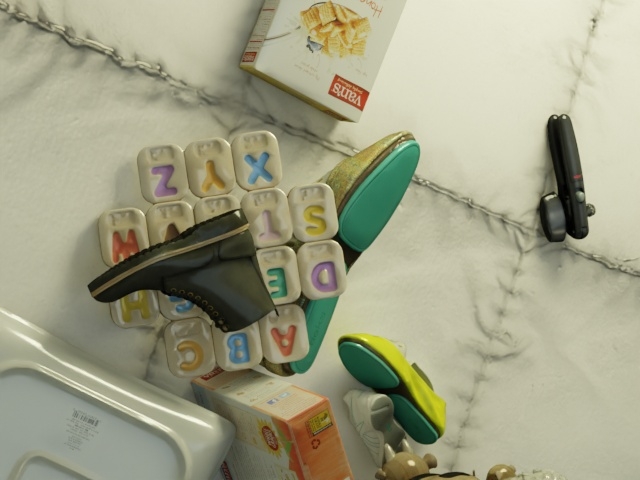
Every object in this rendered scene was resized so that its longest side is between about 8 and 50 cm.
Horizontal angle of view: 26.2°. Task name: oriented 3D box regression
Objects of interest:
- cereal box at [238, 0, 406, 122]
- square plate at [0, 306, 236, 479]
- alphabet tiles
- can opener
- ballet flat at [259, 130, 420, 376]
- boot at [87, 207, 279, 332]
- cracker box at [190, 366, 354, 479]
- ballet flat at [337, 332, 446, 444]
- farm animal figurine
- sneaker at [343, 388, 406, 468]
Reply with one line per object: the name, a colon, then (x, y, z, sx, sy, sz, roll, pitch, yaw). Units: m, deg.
cereal box: (0.017, -0.289, 1.724, 0.173, 0.047, 0.240, 24, 84, -33)
square plate: (-0.311, 0.293, 1.545, 0.347, 0.049, 0.344, 29, 83, -17)
alphabet tiles: (-0.114, 0.016, 1.627, 0.284, 0.021, 0.278, -8, 90, -10)
can opener: (0.353, -0.089, 1.966, 0.073, 0.059, 0.186, -12, 104, -31)
ballet flat: (0.000, 0.000, 1.722, 0.123, 0.123, 0.349, 34, 80, -32)
boot: (-0.152, 0.063, 1.575, 0.197, 0.077, 0.137, -24, 98, -8)
cracker box: (-0.055, 0.244, 1.647, 0.067, 0.232, 0.156, -27, 111, -28)
ballet flat: (0.100, 0.180, 1.844, 0.231, 0.077, 0.077, 50, 49, -31)
farm animal figurine: (0.108, 0.347, 1.746, 0.330, 0.326, 0.172, -16, 90, -38)
sneaker: (0.073, 0.250, 1.843, 0.053, 0.061, 0.152, -44, 137, -28)
